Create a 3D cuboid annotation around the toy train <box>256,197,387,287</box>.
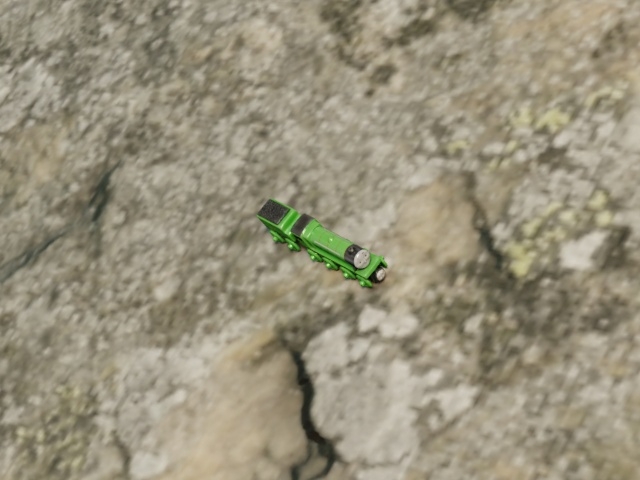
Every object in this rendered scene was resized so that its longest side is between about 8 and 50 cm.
[{"bbox_3d":[0.000,0.000,0.865,0.083,0.023,0.017,26,73,46],"label":"toy train"}]
